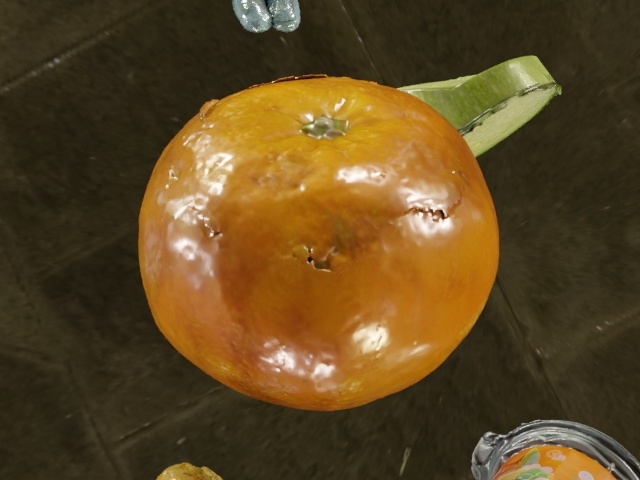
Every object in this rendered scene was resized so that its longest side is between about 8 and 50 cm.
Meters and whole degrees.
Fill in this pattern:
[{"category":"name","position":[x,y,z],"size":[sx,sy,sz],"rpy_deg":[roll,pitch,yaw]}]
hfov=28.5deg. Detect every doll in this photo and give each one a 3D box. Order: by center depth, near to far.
[{"category":"doll","position":[-0.060,-0.276,1.215],"size":[0.120,0.180,0.075],"rpy_deg":[-2,133,-12]}]

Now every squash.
[{"category":"squash","position":[0.196,-0.183,1.610],"size":[0.220,0.220,0.133],"rpy_deg":[-25,83,6]}]

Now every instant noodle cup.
[{"category":"instant noodle cup","position":[0.204,0.267,1.135],"size":[0.208,0.125,0.178],"rpy_deg":[13,114,31]}]

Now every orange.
[{"category":"orange","position":[0.000,0.000,0.989],"size":[0.284,0.284,0.226],"rpy_deg":[8,130,7]}]

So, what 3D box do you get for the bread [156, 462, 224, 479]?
[{"category":"bread","position":[-0.072,0.286,1.085],"size":[0.211,0.083,0.114],"rpy_deg":[31,107,31]}]
